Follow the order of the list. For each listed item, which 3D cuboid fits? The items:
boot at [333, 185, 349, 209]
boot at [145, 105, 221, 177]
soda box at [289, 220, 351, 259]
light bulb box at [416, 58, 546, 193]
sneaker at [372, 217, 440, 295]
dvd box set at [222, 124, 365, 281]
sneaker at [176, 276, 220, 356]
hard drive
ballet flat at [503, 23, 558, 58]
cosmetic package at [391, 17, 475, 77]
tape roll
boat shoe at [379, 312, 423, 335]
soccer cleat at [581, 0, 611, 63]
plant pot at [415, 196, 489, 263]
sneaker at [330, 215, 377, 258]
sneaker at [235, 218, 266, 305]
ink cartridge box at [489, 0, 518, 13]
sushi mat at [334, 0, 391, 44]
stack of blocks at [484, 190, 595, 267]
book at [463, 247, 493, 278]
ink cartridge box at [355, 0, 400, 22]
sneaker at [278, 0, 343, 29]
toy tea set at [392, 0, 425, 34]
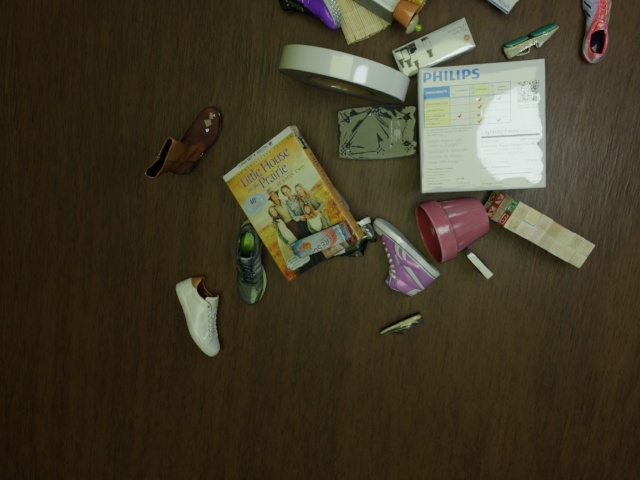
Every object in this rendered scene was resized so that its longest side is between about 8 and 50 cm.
[{"bbox_3d":[-0.029,-0.157,1.812,0.258,0.095,0.123,46,108,8],"label":"boot"},{"bbox_3d":[-0.441,-0.324,1.743,0.096,0.280,0.264,41,102,1],"label":"boot"},{"bbox_3d":[0.000,0.000,1.686,0.183,0.063,0.058,-23,94,24],"label":"soda box"},{"bbox_3d":[0.473,-0.332,1.635,0.358,0.225,0.361,-2,97,9],"label":"light bulb box"},{"bbox_3d":[0.242,0.066,1.791,0.161,0.102,0.282,-44,89,16],"label":"sneaker"},{"bbox_3d":[-0.092,-0.113,1.761,0.308,0.062,0.420,-31,91,25],"label":"dvd box set"},{"bbox_3d":[-0.402,0.265,1.908,0.123,0.106,0.290,-22,93,13],"label":"sneaker"},{"bbox_3d":[0.185,-0.351,1.762,0.255,0.054,0.172,-1,97,9],"label":"hard drive"},{"bbox_3d":[0.648,-0.610,1.666,0.168,0.057,0.052,-19,122,14],"label":"ballet flat"},{"bbox_3d":[0.353,-0.596,1.700,0.239,0.060,0.098,-23,95,11],"label":"cosmetic package"},{"bbox_3d":[0.069,-0.484,1.593,0.392,0.392,0.072,15,100,6],"label":"tape roll"},{"bbox_3d":[0.276,0.295,1.837,0.152,0.056,0.049,-26,88,11],"label":"boat shoe"},{"bbox_3d":[0.822,-0.654,1.604,0.083,0.095,0.248,3,99,8],"label":"soccer cleat"},{"bbox_3d":[0.421,-0.049,1.711,0.180,0.201,0.201,-21,95,-5],"label":"plant pot"},{"bbox_3d":[0.092,0.022,1.794,0.234,0.078,0.106,-36,80,24],"label":"sneaker"},{"bbox_3d":[-0.250,0.079,1.852,0.111,0.121,0.299,0,98,9],"label":"sneaker"},{"bbox_3d":[0.599,-0.859,1.626,0.165,0.065,0.332,38,100,2],"label":"ink cartridge box"},{"bbox_3d":[0.097,-0.800,1.731,0.151,0.019,0.316,-23,94,10],"label":"sushi mat"},{"bbox_3d":[0.666,-0.038,1.673,0.297,0.171,0.087,27,102,-14],"label":"stack of blocks"},{"bbox_3d":[0.497,0.068,1.728,0.035,0.144,0.096,-43,91,11],"label":"book"},{"bbox_3d":[0.212,-0.845,1.648,0.197,0.114,0.272,33,96,1],"label":"ink cartridge box"},{"bbox_3d":[-0.050,-0.761,1.718,0.146,0.102,0.293,-35,81,22],"label":"sneaker"},{"bbox_3d":[0.349,-0.761,1.611,0.124,0.200,0.336,33,104,4],"label":"toy tea set"}]
